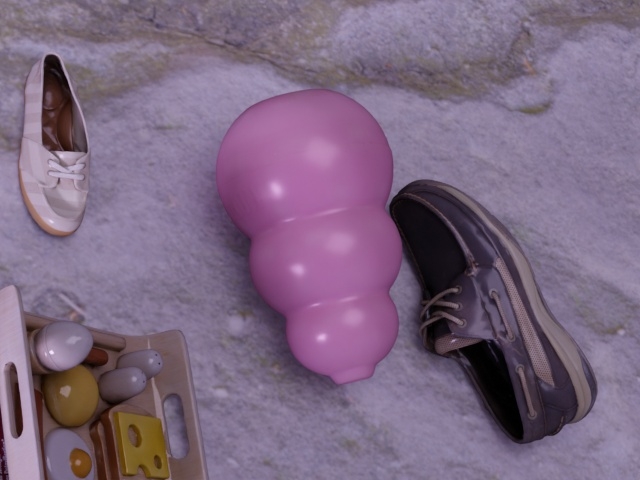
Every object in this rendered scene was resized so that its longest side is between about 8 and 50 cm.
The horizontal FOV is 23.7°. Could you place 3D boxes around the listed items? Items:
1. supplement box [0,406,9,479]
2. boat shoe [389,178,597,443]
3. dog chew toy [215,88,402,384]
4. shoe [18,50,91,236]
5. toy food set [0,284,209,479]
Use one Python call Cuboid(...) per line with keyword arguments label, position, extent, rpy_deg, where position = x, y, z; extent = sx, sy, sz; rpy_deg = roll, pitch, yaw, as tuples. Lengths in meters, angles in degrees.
Cuboid(label="supplement box", position=(-0.374, 0.203, 1.541), extent=(0.239, 0.073, 0.130), rpy_deg=(-1, 68, -26))
Cuboid(label="boat shoe", position=(0.191, 0.086, 1.831), extent=(0.130, 0.132, 0.355), rpy_deg=(-33, 84, -33))
Cuboid(label="dog chew toy", position=(0.000, 0.000, 1.745), extent=(0.206, 0.206, 0.332), rpy_deg=(-8, 80, -28))
Cuboid(label="shoe", position=(-0.302, -0.112, 1.723), extent=(0.076, 0.058, 0.219), rpy_deg=(0, 68, -26))
Cuboid(label="toy food set", position=(-0.213, 0.174, 1.545), extent=(0.306, 0.092, 0.220), rpy_deg=(22, 52, -59))
